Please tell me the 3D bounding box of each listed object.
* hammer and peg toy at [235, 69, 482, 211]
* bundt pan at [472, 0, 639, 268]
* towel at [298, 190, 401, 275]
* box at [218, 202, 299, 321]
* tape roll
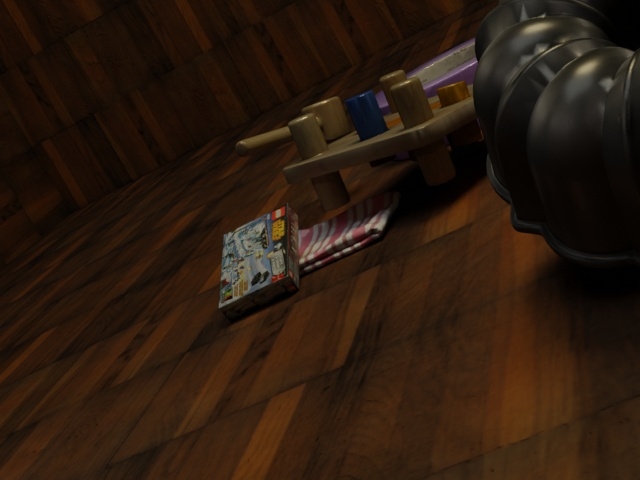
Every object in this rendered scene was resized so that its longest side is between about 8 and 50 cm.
[{"bbox_3d":[0.077,-0.132,1.421,0.361,0.127,0.266,-12,14,48],"label":"hammer and peg toy"},{"bbox_3d":[0.251,-0.140,0.792,0.331,0.124,0.331,-20,43,20],"label":"bundt pan"},{"bbox_3d":[0.000,0.000,1.353,0.197,0.029,0.144,-25,13,19],"label":"towel"},{"bbox_3d":[-0.071,0.024,1.306,0.094,0.027,0.137,-26,35,18],"label":"box"},{"bbox_3d":[0.205,-0.224,1.663,0.275,0.090,0.275,-27,12,6],"label":"tape roll"}]
